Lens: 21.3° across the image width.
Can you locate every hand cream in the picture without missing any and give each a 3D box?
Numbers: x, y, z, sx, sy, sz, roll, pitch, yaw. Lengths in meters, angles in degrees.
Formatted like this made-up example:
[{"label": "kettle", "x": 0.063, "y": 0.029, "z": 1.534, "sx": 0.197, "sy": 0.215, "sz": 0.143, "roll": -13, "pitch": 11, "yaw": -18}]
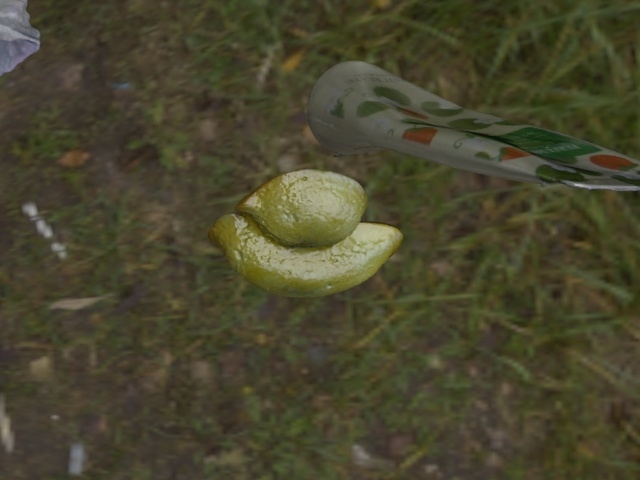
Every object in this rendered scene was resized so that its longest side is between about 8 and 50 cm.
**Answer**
[{"label": "hand cream", "x": 0.050, "y": -0.035, "z": 0.582, "sx": 0.057, "sy": 0.165, "sz": 0.037, "roll": -2, "pitch": 104, "yaw": -37}]

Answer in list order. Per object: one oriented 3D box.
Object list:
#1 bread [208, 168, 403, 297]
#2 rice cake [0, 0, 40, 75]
[{"label": "bread", "x": 0.000, "y": 0.000, "z": 1.576, "sx": 0.188, "sy": 0.149, "sz": 0.065, "roll": 14, "pitch": 48, "yaw": -28}, {"label": "rice cake", "x": -0.422, "y": -0.229, "z": 1.414, "sx": 0.399, "sy": 0.070, "sz": 0.064, "roll": 20, "pitch": 43, "yaw": -9}]
